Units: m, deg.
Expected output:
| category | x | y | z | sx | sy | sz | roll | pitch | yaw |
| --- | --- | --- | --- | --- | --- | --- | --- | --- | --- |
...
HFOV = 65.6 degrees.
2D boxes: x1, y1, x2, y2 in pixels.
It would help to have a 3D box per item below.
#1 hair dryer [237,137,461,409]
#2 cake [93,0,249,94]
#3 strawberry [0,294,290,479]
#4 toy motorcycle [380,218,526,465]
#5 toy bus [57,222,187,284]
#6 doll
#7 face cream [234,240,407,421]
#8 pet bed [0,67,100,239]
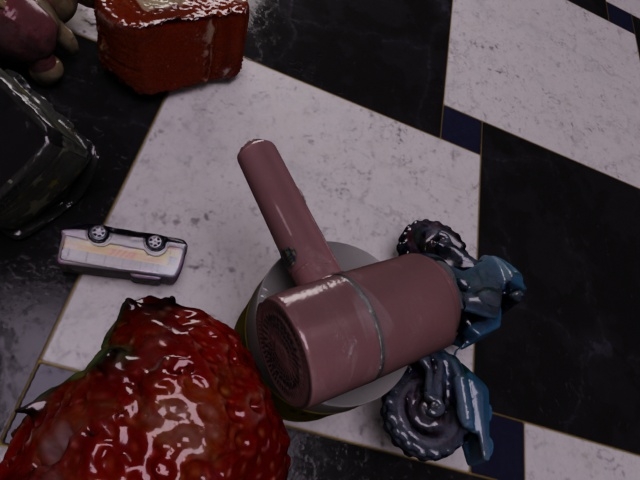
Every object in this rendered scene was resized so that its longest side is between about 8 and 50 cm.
| category | x | y | z | sx | sy | sz | roll | pitch | yaw |
| --- | --- | --- | --- | --- | --- | --- | --- | --- | --- |
| hair dryer | 0.000 | 0.000 | 0.606 | 0.210 | 0.125 | 0.353 | -15 | 65 | -28 |
| cake | -0.261 | -0.383 | 0.884 | 0.283 | 0.151 | 0.177 | -26 | 65 | -30 |
| strawberry | -0.162 | 0.238 | 0.539 | 0.310 | 0.292 | 0.292 | 34 | 57 | 14 |
| toy motorcycle | 0.223 | 0.143 | 0.794 | 0.232 | 0.172 | 0.416 | 17 | 51 | -6 |
| toy bus | -0.285 | 0.022 | 0.725 | 0.171 | 0.057 | 0.072 | 10 | 68 | -16 |
| doll | -0.473 | -0.394 | 0.802 | 0.196 | 0.152 | 0.256 | 36 | 55 | -55 |
| face cream | -0.005 | 0.135 | 0.704 | 0.218 | 0.179 | 0.218 | 9 | 62 | -17 |
| pet bed | -0.444 | -0.131 | 0.691 | 0.211 | 0.159 | 0.183 | 41 | 84 | 3 |
